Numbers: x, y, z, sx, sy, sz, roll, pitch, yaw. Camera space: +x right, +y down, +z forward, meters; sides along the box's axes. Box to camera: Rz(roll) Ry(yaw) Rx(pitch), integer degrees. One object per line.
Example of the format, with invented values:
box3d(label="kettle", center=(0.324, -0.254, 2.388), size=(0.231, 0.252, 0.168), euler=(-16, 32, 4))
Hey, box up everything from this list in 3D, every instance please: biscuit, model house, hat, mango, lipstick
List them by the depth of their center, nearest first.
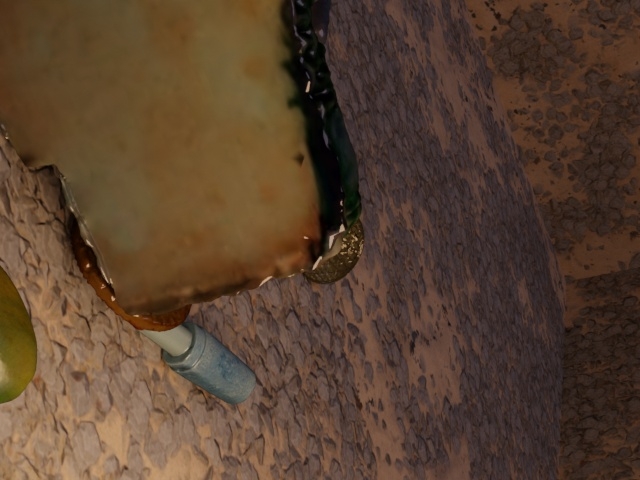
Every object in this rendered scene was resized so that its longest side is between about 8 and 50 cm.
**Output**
box3d(label="mango", center=(-0.340, 0.071, 1.137), size=(0.122, 0.086, 0.191), euler=(-49, 124, -60))
box3d(label="model house", center=(-0.118, -0.196, 1.403), size=(0.445, 0.395, 0.400), euler=(66, 21, -10))
box3d(label="biscuit", center=(-0.232, 0.032, 1.430), size=(0.188, 0.027, 0.188), euler=(40, 26, -24))
box3d(label="lipstick", center=(-0.184, 0.134, 1.519), size=(0.274, 0.061, 0.068), euler=(44, 50, -45))
box3d(label="hat", center=(0.000, 0.000, 2.052), size=(0.146, 0.067, 0.146), euler=(-11, 111, -32))
